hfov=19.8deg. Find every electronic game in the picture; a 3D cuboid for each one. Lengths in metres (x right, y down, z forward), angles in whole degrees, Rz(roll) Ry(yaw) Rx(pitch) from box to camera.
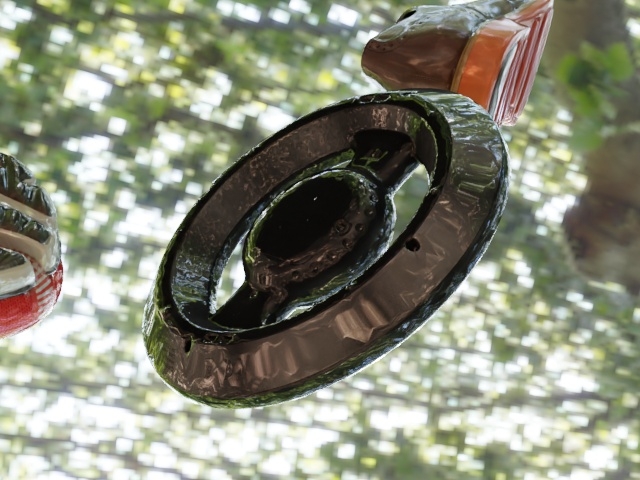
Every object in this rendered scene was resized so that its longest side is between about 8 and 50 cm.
[{"bbox_3d":[0.000,0.000,0.999,0.229,0.048,0.229,-25,-146,18],"label":"electronic game"}]

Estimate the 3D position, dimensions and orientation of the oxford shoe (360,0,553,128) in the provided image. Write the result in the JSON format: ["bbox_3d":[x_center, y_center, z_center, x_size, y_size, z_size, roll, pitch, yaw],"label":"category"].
[{"bbox_3d":[0.098,-0.133,1.256,0.098,0.271,0.096,18,-79,11],"label":"oxford shoe"}]

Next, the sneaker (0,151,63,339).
[{"bbox_3d":[-0.209,0.033,0.645,0.279,0.107,0.118,-7,-61,18],"label":"sneaker"}]
